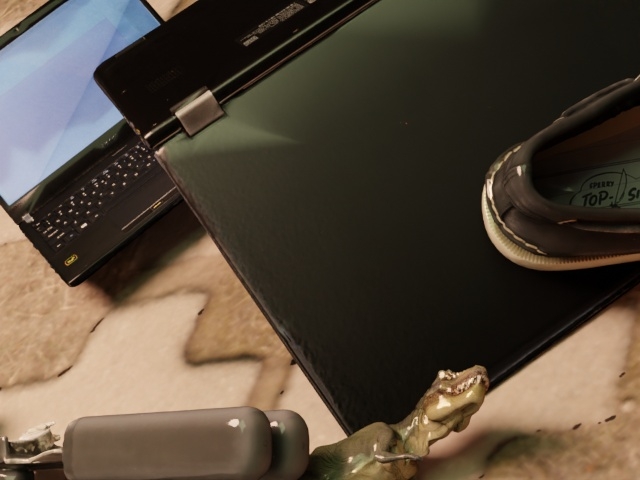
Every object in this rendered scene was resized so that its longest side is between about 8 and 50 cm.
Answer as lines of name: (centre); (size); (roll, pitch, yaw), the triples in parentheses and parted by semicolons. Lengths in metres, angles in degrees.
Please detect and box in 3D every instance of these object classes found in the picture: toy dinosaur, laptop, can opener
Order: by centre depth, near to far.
toy dinosaur: (0.000, 0.175, 0.707); (0.268, 0.064, 0.118); (-26, 43, 11)
can opener: (-0.131, 0.155, 0.752); (0.280, 0.074, 0.093); (-15, 73, 33)
laptop: (0.069, -0.106, 0.895); (0.382, 0.236, 0.408); (-34, 26, -6)
laptop: (-0.200, -0.116, 1.004); (0.234, 0.137, 0.264); (-40, 31, -11)

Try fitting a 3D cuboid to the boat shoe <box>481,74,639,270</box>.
boat shoe: (0.269, -0.065, 0.705); (0.339, 0.113, 0.127); (-8, 73, 5)
